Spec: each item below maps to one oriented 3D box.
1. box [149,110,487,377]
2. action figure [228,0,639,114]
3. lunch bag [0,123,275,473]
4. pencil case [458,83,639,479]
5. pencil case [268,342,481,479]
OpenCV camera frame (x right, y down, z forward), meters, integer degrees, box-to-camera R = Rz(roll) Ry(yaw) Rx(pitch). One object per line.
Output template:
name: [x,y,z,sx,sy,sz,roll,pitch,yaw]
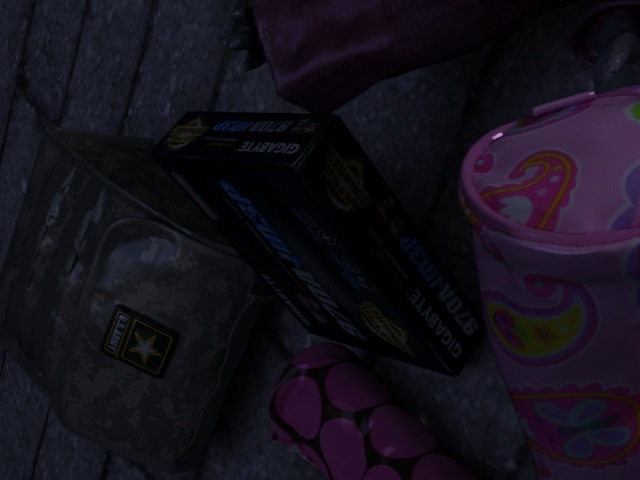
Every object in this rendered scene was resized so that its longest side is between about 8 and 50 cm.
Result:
box: [0.000,0.000,0.709,0.175,0.220,0.051,11,57,50]
action figure: [0.134,-0.178,0.599,0.370,0.276,0.248,-4,90,31]
lunch bag: [-0.179,0.055,0.951,0.287,0.169,0.235,37,113,37]
pencil case: [0.152,0.065,0.483,0.124,0.124,0.284,30,151,47]
pencil case: [0.045,0.172,0.729,0.098,0.095,0.209,-49,47,1]
